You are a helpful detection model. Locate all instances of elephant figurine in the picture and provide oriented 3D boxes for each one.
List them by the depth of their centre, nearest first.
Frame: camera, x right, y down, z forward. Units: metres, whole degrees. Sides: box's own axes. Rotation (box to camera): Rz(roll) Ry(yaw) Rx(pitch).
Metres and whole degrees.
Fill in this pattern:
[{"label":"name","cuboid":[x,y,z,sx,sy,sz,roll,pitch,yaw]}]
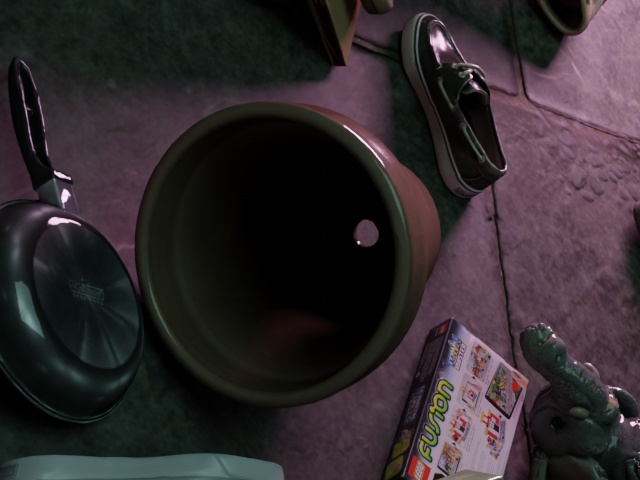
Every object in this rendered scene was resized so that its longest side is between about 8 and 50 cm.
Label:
[{"label":"elephant figurine","cuboid":[0.277,0.201,1.758,0.239,0.186,0.169,26,9,4]}]

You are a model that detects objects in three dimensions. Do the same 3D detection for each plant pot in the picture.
[{"label":"plant pot","cuboid":[0.000,0.000,1.569,0.263,0.263,0.229,62,26,6]}]

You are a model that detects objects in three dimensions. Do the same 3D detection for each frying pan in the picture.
[{"label":"frying pan","cuboid":[-0.207,0.005,1.484,0.197,0.053,0.326,44,36,-36]}]

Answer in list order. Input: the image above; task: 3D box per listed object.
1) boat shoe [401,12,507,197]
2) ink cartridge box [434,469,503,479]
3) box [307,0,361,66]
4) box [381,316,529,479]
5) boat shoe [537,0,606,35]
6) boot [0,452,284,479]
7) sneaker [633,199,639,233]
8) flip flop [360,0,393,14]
[{"label":"boat shoe","cuboid":[0.153,-0.157,1.906,0.077,0.070,0.219,-1,67,-43]},{"label":"ink cartridge box","cuboid":[0.105,0.341,1.572,0.171,0.056,0.235,-13,99,-41]},{"label":"box","cuboid":[0.017,-0.311,1.847,0.164,0.021,0.201,67,27,-46]},{"label":"box","cuboid":[0.134,0.187,1.709,0.114,0.036,0.207,40,45,-18]},{"label":"boat shoe","cuboid":[0.256,-0.383,2.077,0.302,0.109,0.098,59,41,-27]},{"label":"boot","cuboid":[-0.140,0.239,1.401,0.258,0.095,0.123,4,69,-32]},{"label":"sneaker","cuboid":[0.482,-0.013,2.080,0.227,0.130,0.087,26,49,-27]},{"label":"flip flop","cuboid":[0.060,-0.370,1.808,0.112,0.080,0.277,-62,146,-66]}]
